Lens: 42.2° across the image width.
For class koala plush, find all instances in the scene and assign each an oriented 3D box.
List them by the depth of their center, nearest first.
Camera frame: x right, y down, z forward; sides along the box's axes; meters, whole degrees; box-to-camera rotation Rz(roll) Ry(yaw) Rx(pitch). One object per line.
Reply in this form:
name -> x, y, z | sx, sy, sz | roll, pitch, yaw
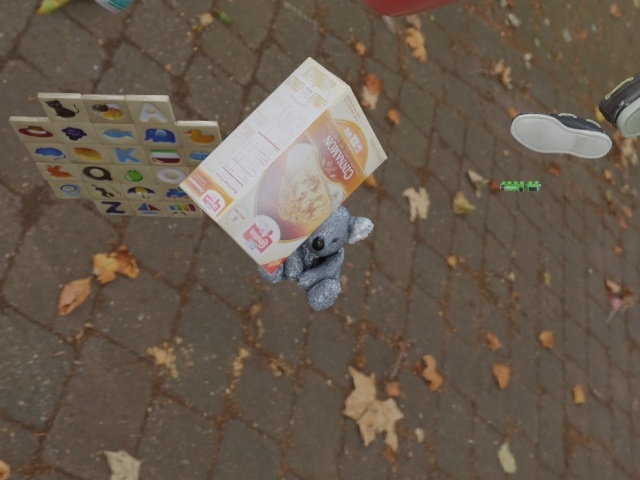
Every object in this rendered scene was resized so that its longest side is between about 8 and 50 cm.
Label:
koala plush -> 0.000, 0.000, 1.870 | 0.196, 0.221, 0.203 | 29, 30, 6

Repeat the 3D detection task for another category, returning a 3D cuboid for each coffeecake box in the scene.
coffeecake box -> -0.033, -0.073, 0.869 | 0.068, 0.185, 0.142 | 43, -4, 31

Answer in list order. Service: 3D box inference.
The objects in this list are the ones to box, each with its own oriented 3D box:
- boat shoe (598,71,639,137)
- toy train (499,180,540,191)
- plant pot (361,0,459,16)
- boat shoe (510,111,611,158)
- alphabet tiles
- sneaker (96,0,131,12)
boat shoe -> 0.521, -0.241, 1.223 | 0.068, 0.228, 0.081 | 58, 0, 43
toy train -> 0.405, -0.109, 1.691 | 0.023, 0.083, 0.017 | -58, 141, -48
plant pot -> 0.200, -0.514, 1.386 | 0.275, 0.243, 0.274 | -10, 108, -33
boat shoe -> 0.277, -0.129, 0.966 | 0.125, 0.046, 0.038 | 8, 40, -10
alphabet tiles -> -0.281, -0.115, 1.229 | 0.342, 0.285, 0.011 | 89, 3, -65
sneaker -> -0.366, -0.492, 1.286 | 0.302, 0.121, 0.108 | 54, 6, -46
